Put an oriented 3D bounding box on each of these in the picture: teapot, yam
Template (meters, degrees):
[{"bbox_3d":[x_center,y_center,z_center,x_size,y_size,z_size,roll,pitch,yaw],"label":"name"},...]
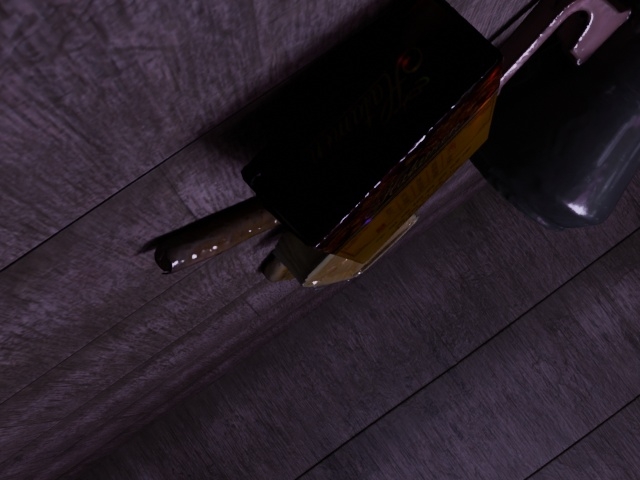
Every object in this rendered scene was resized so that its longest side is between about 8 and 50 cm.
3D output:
[{"bbox_3d":[0.394,-0.229,1.281,0.376,0.305,0.361,16,124,-43],"label":"teapot"},{"bbox_3d":[-0.111,-0.016,1.075,0.264,0.046,0.046,-27,168,-47],"label":"yam"}]

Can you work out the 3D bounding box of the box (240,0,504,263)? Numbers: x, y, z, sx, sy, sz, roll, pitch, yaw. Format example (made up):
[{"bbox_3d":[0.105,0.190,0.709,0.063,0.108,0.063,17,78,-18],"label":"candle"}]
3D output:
[{"bbox_3d":[0.078,-0.105,0.976,0.264,0.116,0.415,-44,170,5],"label":"box"}]

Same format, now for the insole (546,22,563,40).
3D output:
[{"bbox_3d":[0.321,-0.280,1.498,0.111,0.007,0.328,-26,167,-47],"label":"insole"}]

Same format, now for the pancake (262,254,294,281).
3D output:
[{"bbox_3d":[0.000,-0.001,1.630,0.282,0.049,0.282,-36,169,-8],"label":"pancake"}]

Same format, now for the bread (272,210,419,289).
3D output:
[{"bbox_3d":[0.043,-0.023,1.407,0.192,0.109,0.210,-12,152,-47],"label":"bread"}]
